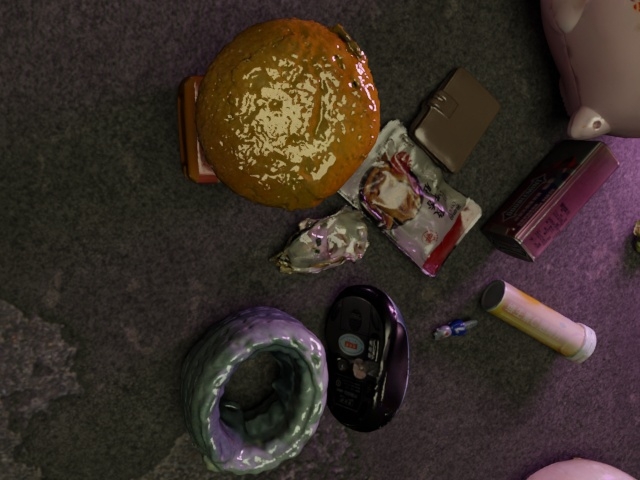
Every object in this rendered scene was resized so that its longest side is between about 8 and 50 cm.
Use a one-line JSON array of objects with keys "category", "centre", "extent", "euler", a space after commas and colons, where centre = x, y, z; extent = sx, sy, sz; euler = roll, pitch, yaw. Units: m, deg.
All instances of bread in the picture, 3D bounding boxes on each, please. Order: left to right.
[{"category": "bread", "centre": [-0.045, -0.156, 0.864], "extent": [0.240, 0.139, 0.239], "euler": [-3, 99, -17]}]

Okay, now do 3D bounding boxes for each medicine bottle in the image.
[{"category": "medicine bottle", "centre": [-0.087, -0.161, 0.984], "extent": [0.222, 0.112, 0.149], "euler": [-4, 101, -17]}, {"category": "medicine bottle", "centre": [0.388, 0.144, 1.221], "extent": [0.218, 0.074, 0.073], "euler": [29, 90, -19]}]

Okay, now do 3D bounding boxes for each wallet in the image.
[{"category": "wallet", "centre": [0.218, -0.197, 1.115], "extent": [0.118, 0.039, 0.152], "euler": [42, 79, -21]}]

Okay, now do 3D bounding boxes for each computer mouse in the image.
[{"category": "computer mouse", "centre": [0.077, 0.186, 1.095], "extent": [0.096, 0.137, 0.233], "euler": [2, 98, -39]}]

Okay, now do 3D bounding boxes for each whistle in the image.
[{"category": "whistle", "centre": [0.235, 0.155, 1.194], "extent": [0.083, 0.029, 0.033], "euler": [-15, 141, -10]}]

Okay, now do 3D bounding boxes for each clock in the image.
[{"category": "clock", "centre": [0.528, -0.349, 1.080], "extent": [0.369, 0.250, 0.376], "euler": [-3, 100, -18]}]

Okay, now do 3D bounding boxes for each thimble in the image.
[{"category": "thimble", "centre": [-0.101, 0.225, 1.019], "extent": [0.205, 0.172, 0.250], "euler": [36, 86, -22]}]

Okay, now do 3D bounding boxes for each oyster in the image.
[{"category": "oyster", "centre": [0.001, -0.001, 1.075], "extent": [0.166, 0.053, 0.108], "euler": [-20, 132, -22]}]

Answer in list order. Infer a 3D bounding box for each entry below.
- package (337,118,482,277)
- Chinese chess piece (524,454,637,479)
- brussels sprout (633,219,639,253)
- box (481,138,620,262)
[{"category": "package", "centre": [0.150, -0.068, 1.123], "extent": [0.239, 0.030, 0.154], "euler": [42, 83, -19]}, {"category": "Chinese chess piece", "centre": [0.489, 0.588, 1.293], "extent": [0.350, 0.146, 0.349], "euler": [-3, 102, -17]}, {"category": "brussels sprout", "centre": [0.634, -0.009, 1.282], "extent": [0.085, 0.058, 0.085], "euler": [-10, 108, -33]}, {"category": "box", "centre": [0.386, -0.072, 1.155], "extent": [0.069, 0.120, 0.224], "euler": [44, 83, -20]}]
